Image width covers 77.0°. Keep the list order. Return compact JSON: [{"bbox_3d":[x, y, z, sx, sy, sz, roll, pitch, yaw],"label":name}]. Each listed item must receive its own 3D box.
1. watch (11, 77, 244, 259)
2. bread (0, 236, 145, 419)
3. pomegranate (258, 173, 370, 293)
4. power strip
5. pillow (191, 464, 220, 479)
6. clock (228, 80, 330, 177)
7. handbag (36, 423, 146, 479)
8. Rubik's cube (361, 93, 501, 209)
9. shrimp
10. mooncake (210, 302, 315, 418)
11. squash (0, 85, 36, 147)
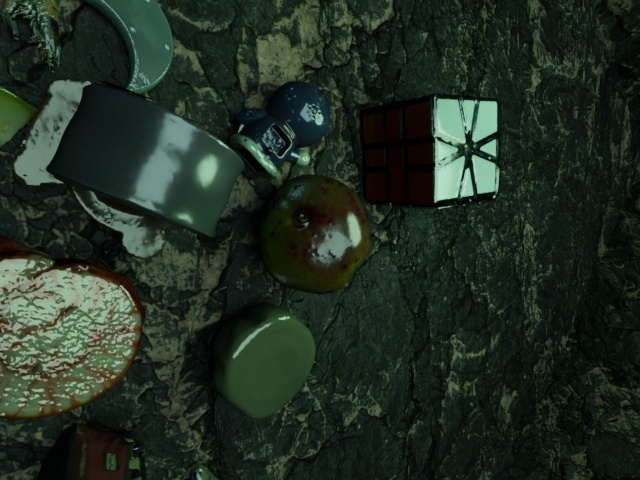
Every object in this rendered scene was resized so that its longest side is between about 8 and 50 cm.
[{"bbox_3d":[-0.326,-0.132,0.705,0.335,0.327,0.313,27,80,-33],"label":"watch"},{"bbox_3d":[-0.510,0.169,0.746,0.328,0.114,0.295,24,82,-35],"label":"bread"},{"bbox_3d":[-0.019,-0.015,1.006,0.291,0.323,0.290,0,91,-2],"label":"pomegranate"},{"bbox_3d":[-0.390,-0.425,0.792,0.168,0.054,0.253,-36,115,-28],"label":"power strip"},{"bbox_3d":[-0.264,0.661,1.011,0.093,0.051,0.241,-43,119,-22],"label":"pillow"},{"bbox_3d":[-0.083,-0.267,0.968,0.243,0.146,0.199,-47,114,-12],"label":"clock"},{"bbox_3d":[-0.424,0.483,0.763,0.181,0.254,0.181,36,91,-33],"label":"handbag"},{"bbox_3d":[0.310,-0.245,1.146,0.289,0.283,0.293,-8,104,-34],"label":"Rubik's cube"},{"bbox_3d":[-0.519,-0.382,0.727,0.091,0.034,0.160,-10,95,-21],"label":"shrimp"},{"bbox_3d":[-0.142,0.290,1.000,0.275,0.135,0.274,-8,104,-34],"label":"mooncake"},{"bbox_3d":[-0.663,-0.225,0.655,0.236,0.155,0.204,-52,157,-19],"label":"squash"}]
